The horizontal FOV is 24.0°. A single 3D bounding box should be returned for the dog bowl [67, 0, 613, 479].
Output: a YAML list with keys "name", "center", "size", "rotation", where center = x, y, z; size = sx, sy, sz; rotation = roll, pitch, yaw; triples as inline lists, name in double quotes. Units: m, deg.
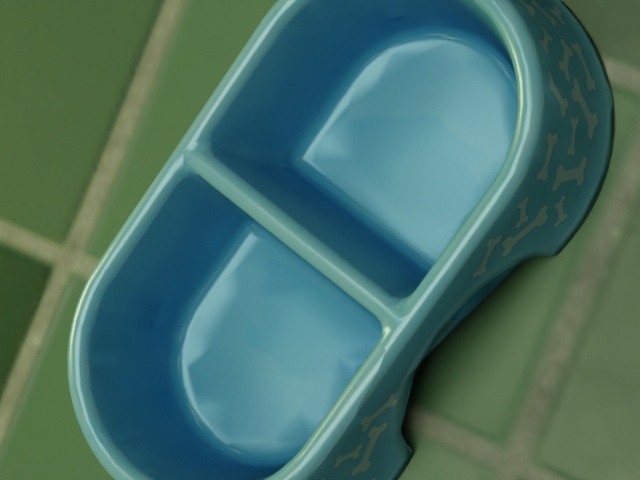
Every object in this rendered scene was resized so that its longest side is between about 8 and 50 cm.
- name: "dog bowl"
  center: [0.000, 0.000, 0.665]
  size: [0.166, 0.074, 0.297]
  rotation: [38, 98, 21]
